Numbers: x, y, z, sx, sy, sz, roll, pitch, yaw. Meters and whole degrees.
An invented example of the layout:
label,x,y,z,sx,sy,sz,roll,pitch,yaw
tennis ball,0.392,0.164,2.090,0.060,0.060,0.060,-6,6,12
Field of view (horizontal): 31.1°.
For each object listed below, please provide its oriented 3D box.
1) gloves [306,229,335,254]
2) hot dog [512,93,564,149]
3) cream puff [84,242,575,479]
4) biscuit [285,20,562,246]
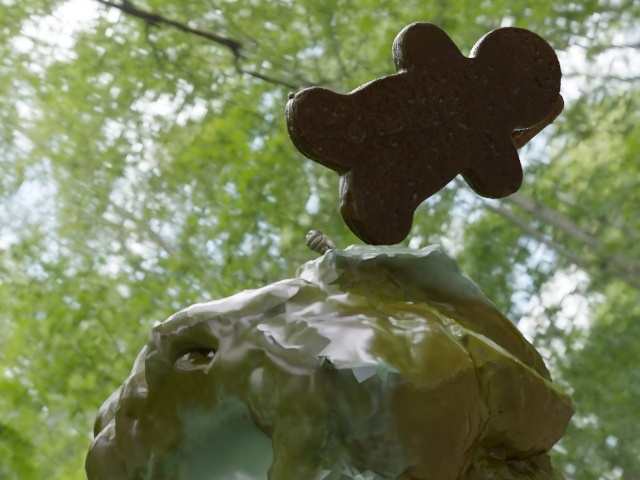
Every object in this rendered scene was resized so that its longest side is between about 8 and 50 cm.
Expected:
label,x,y,z,sx,sy,sz,roll,pitch,yaw
gloves,0.000,0.002,1.783,0.044,0.081,0.037,11,-87,-9
hot dog,0.336,-0.193,1.964,0.216,0.066,0.047,-33,-4,-19
cream puff,0.026,0.189,0.812,0.276,0.378,0.378,14,-80,-44
biscuit,0.170,-0.168,1.634,0.432,0.064,0.283,-33,-87,-24
